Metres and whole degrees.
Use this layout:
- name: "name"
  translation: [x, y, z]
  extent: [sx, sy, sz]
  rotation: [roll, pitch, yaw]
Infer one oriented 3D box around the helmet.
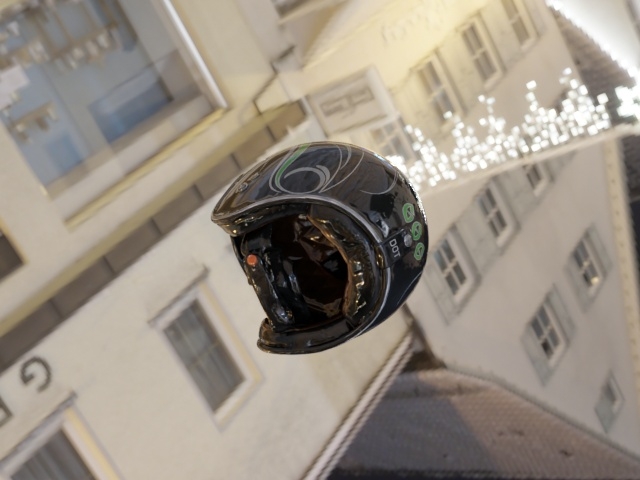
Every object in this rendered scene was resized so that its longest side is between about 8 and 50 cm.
- name: "helmet"
  translation: [0.000, 0.000, 0.759]
  extent: [0.169, 0.169, 0.161]
  rotation: [-23, -167, 18]
